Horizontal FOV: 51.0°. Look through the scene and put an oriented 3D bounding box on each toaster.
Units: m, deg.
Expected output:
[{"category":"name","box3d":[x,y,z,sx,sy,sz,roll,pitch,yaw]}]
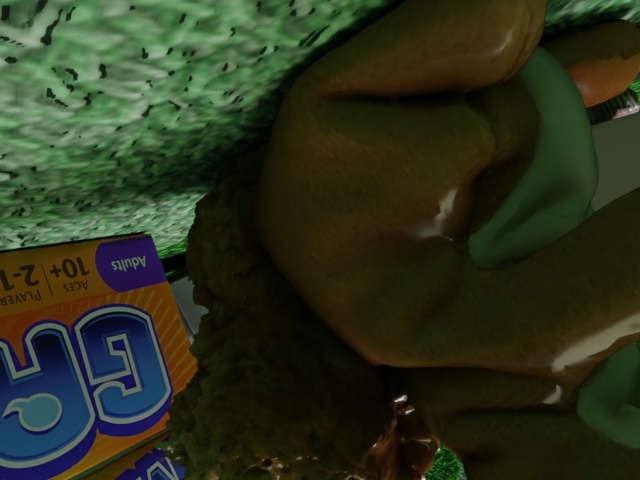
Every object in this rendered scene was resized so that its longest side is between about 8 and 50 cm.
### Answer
[{"category":"toaster","box3d":[-0.181,0.090,0.967,0.168,0.110,0.186,-25,-179,43]}]

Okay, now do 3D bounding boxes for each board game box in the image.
[{"category":"board game box","box3d":[-0.326,0.233,0.563,0.357,0.356,0.356,-23,175,29]}]

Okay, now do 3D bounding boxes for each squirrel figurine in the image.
[{"category":"squirrel figurine","box3d":[0.085,0.081,0.452,0.397,0.370,0.281,-23,175,28]}]

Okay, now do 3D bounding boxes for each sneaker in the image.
[{"category":"sneaker","box3d":[0.323,-0.156,0.761,0.070,0.051,0.134,-30,171,22]}]

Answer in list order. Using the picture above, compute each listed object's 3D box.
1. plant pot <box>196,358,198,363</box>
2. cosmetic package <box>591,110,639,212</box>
[{"category":"plant pot","box3d":[-0.350,0.278,1.325,0.275,0.293,0.275,-16,180,0]},{"category":"cosmetic package","box3d":[0.325,-0.046,0.630,0.217,0.156,0.385,-14,-179,-40]}]
